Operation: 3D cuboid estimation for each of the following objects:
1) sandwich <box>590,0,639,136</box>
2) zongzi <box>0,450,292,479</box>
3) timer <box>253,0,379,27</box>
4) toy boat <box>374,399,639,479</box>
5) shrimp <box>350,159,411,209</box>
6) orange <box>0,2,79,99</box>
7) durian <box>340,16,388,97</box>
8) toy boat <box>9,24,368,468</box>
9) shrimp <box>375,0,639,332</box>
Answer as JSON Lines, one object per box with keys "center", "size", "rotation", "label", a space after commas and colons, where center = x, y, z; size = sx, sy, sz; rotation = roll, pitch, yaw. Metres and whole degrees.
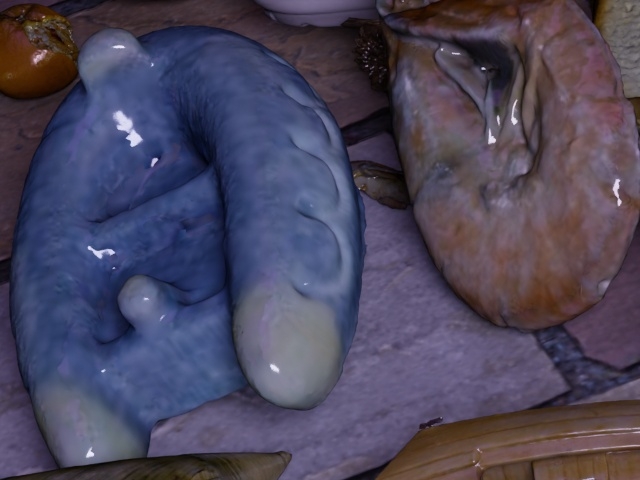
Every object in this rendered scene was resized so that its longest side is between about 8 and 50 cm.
{"center": [0.276, -0.122, 1.169], "size": [0.226, 0.087, 0.251], "rotation": [-5, 34, 15], "label": "sandwich"}
{"center": [-0.147, 0.146, 0.984], "size": [0.205, 0.094, 0.204], "rotation": [3, 29, 31], "label": "zongzi"}
{"center": [0.072, -0.232, 1.395], "size": [0.237, 0.087, 0.262], "rotation": [-2, 29, 20], "label": "timer"}
{"center": [0.128, 0.119, 0.921], "size": [0.206, 0.064, 0.072], "rotation": [-7, 50, 11], "label": "toy boat"}
{"center": [0.001, 0.003, 1.166], "size": [0.147, 0.035, 0.195], "rotation": [-15, 33, -1], "label": "shrimp"}
{"center": [-0.222, -0.143, 1.439], "size": [0.086, 0.062, 0.086], "rotation": [-14, 33, 10], "label": "orange"}
{"center": [0.072, -0.119, 1.263], "size": [0.140, 0.071, 0.110], "rotation": [5, 5, 34], "label": "durian"}
{"center": [-0.092, -0.016, 1.104], "size": [0.215, 0.123, 0.330], "rotation": [-25, 39, 20], "label": "toy boat"}
{"center": [0.101, -0.093, 1.108], "size": [0.168, 0.077, 0.317], "rotation": [-43, 51, 37], "label": "shrimp"}
